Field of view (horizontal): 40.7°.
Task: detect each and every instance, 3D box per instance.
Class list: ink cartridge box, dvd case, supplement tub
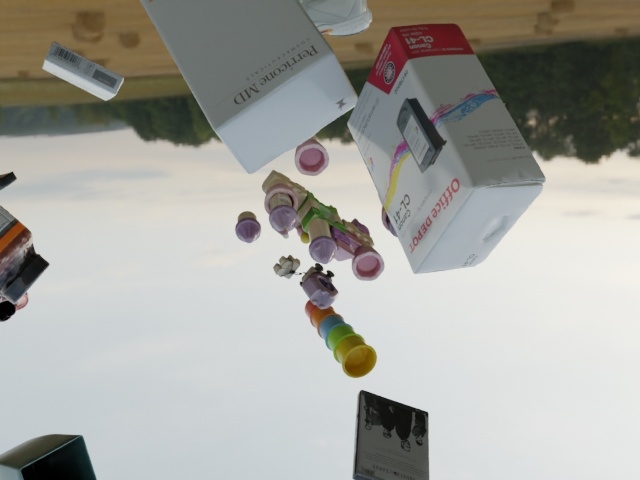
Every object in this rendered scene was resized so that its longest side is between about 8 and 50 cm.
[{"bbox_3d":[0.174,-0.138,1.295,0.131,0.306,0.226,-6,148,-24],"label":"ink cartridge box"},{"bbox_3d":[0.162,0.460,1.949,0.179,0.030,0.239,21,-141,-10],"label":"dvd case"},{"bbox_3d":[-0.466,-0.327,1.688,0.145,0.045,0.179,26,178,-20],"label":"ink cartridge box"},{"bbox_3d":[-0.447,-0.007,1.108,0.106,0.198,0.106,-44,-167,13],"label":"supplement tub"}]

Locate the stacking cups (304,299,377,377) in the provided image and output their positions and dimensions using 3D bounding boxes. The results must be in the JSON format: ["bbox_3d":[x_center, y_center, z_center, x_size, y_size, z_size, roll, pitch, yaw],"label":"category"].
[{"bbox_3d":[0.047,0.237,2.244,0.096,0.096,0.316,-8,-155,-17],"label":"stacking cups"}]

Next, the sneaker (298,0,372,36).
[{"bbox_3d":[-0.034,-0.453,1.688,0.262,0.121,0.099,-17,-134,-3],"label":"sneaker"}]

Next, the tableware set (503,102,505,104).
[{"bbox_3d":[0.252,-0.158,1.454,0.141,0.020,0.169,-25,-148,58],"label":"tableware set"}]

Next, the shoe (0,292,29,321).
[{"bbox_3d":[-0.637,0.131,1.748,0.081,0.064,0.178,23,-176,22],"label":"shoe"}]

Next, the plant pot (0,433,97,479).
[{"bbox_3d":[-0.664,0.552,2.021,0.234,0.166,0.165,-3,-164,43],"label":"plant pot"}]

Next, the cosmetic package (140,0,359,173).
[{"bbox_3d":[-0.149,-0.365,1.493,0.230,0.453,0.161,-33,151,2],"label":"cosmetic package"}]

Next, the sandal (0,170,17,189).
[{"bbox_3d":[-0.718,-0.109,1.697,0.254,0.055,0.097,-6,-154,19],"label":"sandal"}]

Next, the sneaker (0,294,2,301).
[{"bbox_3d":[-0.572,0.077,1.364,0.053,0.059,0.144,-10,167,41],"label":"sneaker"}]

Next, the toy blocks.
[{"bbox_3d":[0.000,0.000,1.678,0.288,0.309,0.260,31,-160,-23],"label":"toy blocks"}]
